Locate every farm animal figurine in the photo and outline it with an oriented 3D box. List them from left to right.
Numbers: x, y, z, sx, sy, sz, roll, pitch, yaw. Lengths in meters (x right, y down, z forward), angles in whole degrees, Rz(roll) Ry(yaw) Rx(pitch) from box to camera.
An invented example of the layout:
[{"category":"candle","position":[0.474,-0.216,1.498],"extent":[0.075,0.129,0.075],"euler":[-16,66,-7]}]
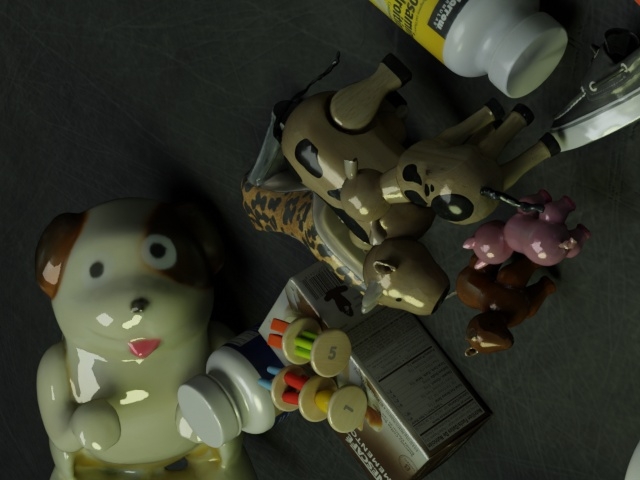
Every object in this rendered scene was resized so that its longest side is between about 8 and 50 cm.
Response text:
[{"category":"farm animal figurine","position":[0.076,-0.031,1.634],"extent":[0.327,0.172,0.330],"euler":[44,165,29]}]

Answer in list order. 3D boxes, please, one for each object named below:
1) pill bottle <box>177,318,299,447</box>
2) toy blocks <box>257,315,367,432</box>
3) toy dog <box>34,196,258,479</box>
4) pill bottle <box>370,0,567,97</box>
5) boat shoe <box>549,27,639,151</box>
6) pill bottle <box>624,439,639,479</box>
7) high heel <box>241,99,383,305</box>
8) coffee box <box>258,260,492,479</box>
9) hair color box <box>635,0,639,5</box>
[{"category":"pill bottle","position":[-0.068,0.159,2.106],"extent":[0.112,0.186,0.112],"euler":[38,145,33]},{"category":"toy blocks","position":[-0.024,0.134,1.946],"extent":[0.148,0.054,0.123],"euler":[14,127,50]},{"category":"toy dog","position":[-0.214,0.130,2.273],"extent":[0.395,0.284,0.408],"euler":[-87,-3,-46]},{"category":"pill bottle","position":[0.121,-0.205,1.553],"extent":[0.184,0.103,0.103],"euler":[44,148,26]},{"category":"boat shoe","position":[0.251,-0.137,1.445],"extent":[0.076,0.080,0.228],"euler":[64,150,3]},{"category":"pill bottle","position":[0.391,0.238,1.506],"extent":[0.264,0.146,0.146],"euler":[24,136,45]},{"category":"high heel","position":[0.000,0.000,1.942],"extent":[0.261,0.093,0.186],"euler":[60,151,26]},{"category":"coffee box","position":[0.056,0.144,1.990],"extent":[0.246,0.098,0.141],"euler":[53,151,12]},{"category":"hair color box","position":[0.256,-0.223,1.336],"extent":[0.167,0.093,0.053],"euler":[48,149,17]}]
